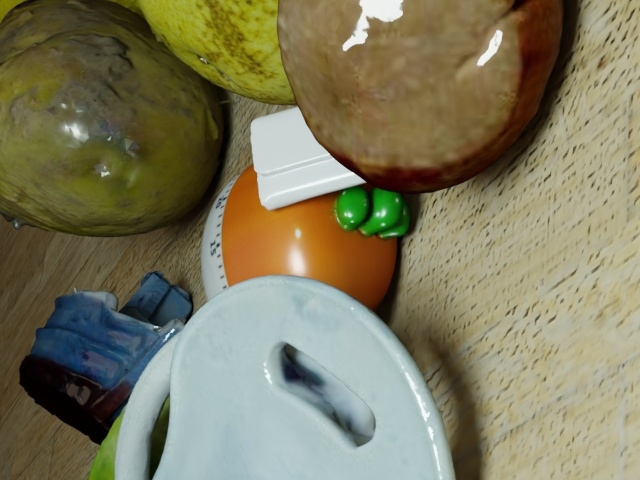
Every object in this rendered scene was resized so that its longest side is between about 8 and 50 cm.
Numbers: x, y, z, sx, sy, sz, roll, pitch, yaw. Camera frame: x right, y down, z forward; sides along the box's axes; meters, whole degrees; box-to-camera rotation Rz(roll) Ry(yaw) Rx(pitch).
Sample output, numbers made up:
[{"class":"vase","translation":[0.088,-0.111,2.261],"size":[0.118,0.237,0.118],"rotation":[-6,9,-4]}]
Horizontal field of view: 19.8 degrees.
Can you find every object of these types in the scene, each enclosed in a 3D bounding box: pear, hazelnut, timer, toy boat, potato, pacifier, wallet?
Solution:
[{"class":"pear","translation":[-0.016,-0.171,1.076],"size":[0.197,0.197,0.197],"rotation":[-167,90,-73]},{"class":"hazelnut","translation":[0.051,-0.100,0.895],"size":[0.143,0.143,0.154],"rotation":[-123,32,-67]},{"class":"timer","translation":[0.000,0.000,1.042],"size":[0.136,0.099,0.136],"rotation":[-20,55,31]},{"class":"toy boat","translation":[-0.157,0.084,1.458],"size":[0.142,0.129,0.309],"rotation":[-51,11,-15]},{"class":"potato","translation":[-0.185,-0.096,1.507],"size":[0.266,0.229,0.229],"rotation":[-160,83,-70]},{"class":"pacifier","translation":[-0.064,0.150,0.898],"size":[0.238,0.225,0.287],"rotation":[38,115,32]},{"class":"wallet","translation":[0.022,-0.056,0.990],"size":[0.025,0.122,0.061],"rotation":[54,-154,-53]}]

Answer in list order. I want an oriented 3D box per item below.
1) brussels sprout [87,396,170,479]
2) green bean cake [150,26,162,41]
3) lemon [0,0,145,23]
[{"class":"brussels sprout","translation":[-0.065,0.143,1.075],"size":[0.181,0.139,0.100],"rotation":[-68,26,17]},{"class":"green bean cake","translation":[-0.069,-0.272,1.313],"size":[0.230,0.131,0.224],"rotation":[-51,50,56]},{"class":"lemon","translation":[-0.237,-0.314,1.761],"size":[0.322,0.268,0.268],"rotation":[122,155,-47]}]
